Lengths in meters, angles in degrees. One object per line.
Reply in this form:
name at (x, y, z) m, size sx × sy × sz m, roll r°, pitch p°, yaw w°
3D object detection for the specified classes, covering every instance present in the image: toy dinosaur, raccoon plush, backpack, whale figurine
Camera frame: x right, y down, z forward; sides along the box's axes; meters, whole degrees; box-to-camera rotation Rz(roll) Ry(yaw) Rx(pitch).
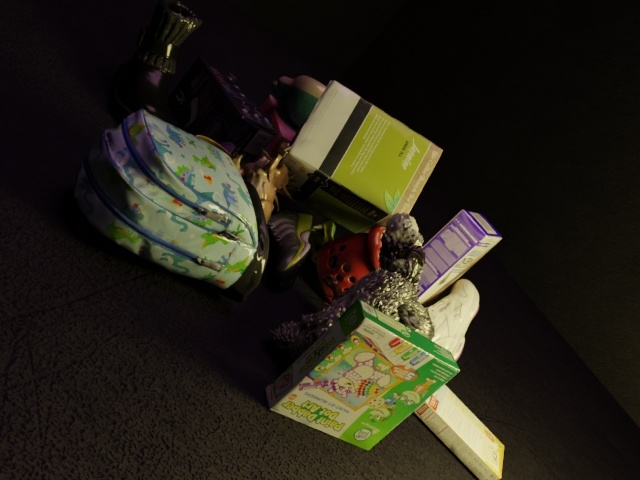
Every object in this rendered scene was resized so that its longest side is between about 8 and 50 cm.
toy dinosaur at (0.068, 0.169, 1.611) m, size 0.211 × 0.112 × 0.064 m, roll 45°, pitch 14°, yaw -17°
toy dinosaur at (-0.139, -0.101, 1.627) m, size 0.127 × 0.296 × 0.200 m, roll 14°, pitch -26°, yaw 17°
raccoon plush at (0.055, 0.109, 1.467) m, size 0.299 × 0.216 × 0.446 m, roll 28°, pitch 47°, yaw -38°
backpack at (-0.266, -0.074, 1.300) m, size 0.355 × 0.273 × 0.290 m, roll 14°, pitch 39°, yaw -32°
whale figurine at (-0.057, -0.402, 2.122) m, size 0.216 × 0.141 × 0.272 m, roll 27°, pitch 0°, yaw -40°

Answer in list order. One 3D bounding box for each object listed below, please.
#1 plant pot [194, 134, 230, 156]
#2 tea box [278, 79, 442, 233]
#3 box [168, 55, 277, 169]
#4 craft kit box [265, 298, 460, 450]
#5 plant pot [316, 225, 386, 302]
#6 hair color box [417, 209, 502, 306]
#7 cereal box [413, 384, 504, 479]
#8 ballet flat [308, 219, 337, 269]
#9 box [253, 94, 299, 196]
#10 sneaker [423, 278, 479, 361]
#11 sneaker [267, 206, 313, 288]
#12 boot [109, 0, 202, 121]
plant pot at (-0.266, -0.164, 1.663) m, size 0.134 × 0.095 × 0.134 m, roll 38°, pitch 19°, yaw -16°
tea box at (0.076, -0.186, 1.814) m, size 0.323 × 0.220 × 0.329 m, roll 32°, pitch -13°, yaw -7°
box at (-0.266, -0.332, 1.910) m, size 0.143 × 0.165 × 0.270 m, roll 16°, pitch 34°, yaw -53°
craft kit box at (0.075, 0.245, 1.260) m, size 0.250 × 0.246 × 0.061 m, roll 31°, pitch 26°, yaw -31°
plant pot at (0.112, 0.069, 1.737) m, size 0.191 × 0.174 × 0.191 m, roll 37°, pitch 42°, yaw -43°
hair color box at (0.334, 0.068, 2.005) m, size 0.110 × 0.339 × 0.185 m, roll 53°, pitch 21°, yaw 19°
cereal box at (0.322, 0.435, 1.657) m, size 0.240 × 0.047 × 0.173 m, roll 45°, pitch 19°, yaw 6°
ballet flat at (0.000, 0.000, 1.899) m, size 0.077 × 0.077 × 0.231 m, roll 22°, pitch 26°, yaw -14°
box at (-0.124, -0.284, 2.117) m, size 0.142 × 0.154 × 0.300 m, roll 33°, pitch 23°, yaw -29°
sneaker at (0.342, 0.201, 1.966) m, size 0.152 × 0.114 × 0.305 m, roll 33°, pitch 48°, yaw -4°
sneaker at (-0.093, 0.010, 1.670) m, size 0.121 × 0.111 × 0.300 m, roll 21°, pitch 23°, yaw -9°
boot at (-0.386, -0.425, 1.717) m, size 0.131 × 0.260 × 0.348 m, roll 28°, pitch 24°, yaw -37°
